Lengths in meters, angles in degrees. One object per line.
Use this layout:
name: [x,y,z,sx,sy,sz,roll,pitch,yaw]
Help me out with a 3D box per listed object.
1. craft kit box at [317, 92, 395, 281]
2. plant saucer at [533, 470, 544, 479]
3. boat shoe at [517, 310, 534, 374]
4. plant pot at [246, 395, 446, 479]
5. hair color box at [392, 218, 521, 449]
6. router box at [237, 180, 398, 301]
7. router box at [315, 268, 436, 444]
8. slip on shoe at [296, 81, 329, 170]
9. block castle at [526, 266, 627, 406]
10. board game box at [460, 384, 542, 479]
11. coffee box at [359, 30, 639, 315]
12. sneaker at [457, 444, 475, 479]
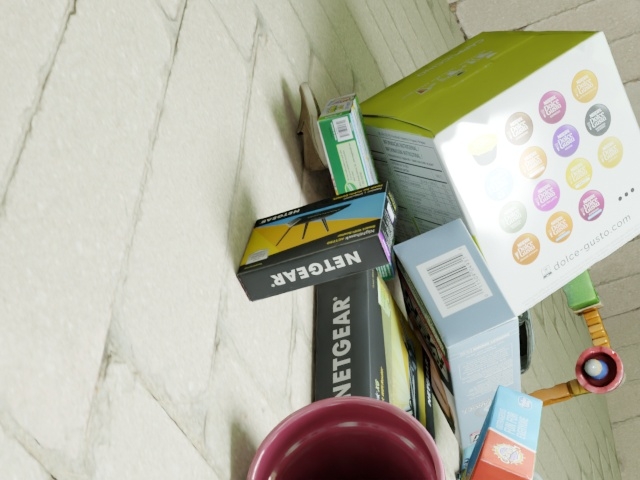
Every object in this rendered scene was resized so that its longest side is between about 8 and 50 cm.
craft kit box: [0.058,-0.084,1.747,0.246,0.061,0.250,-65,140,-75]
plant saucer: [0.381,0.609,2.048,0.400,0.100,0.400,55,24,-40]
boat shoe: [0.414,0.156,2.560,0.119,0.121,0.335,-91,158,-53]
plant pot: [0.037,0.289,1.219,0.180,0.201,0.201,74,8,-55]
hair color box: [0.213,0.152,1.761,0.374,0.113,0.185,72,-6,-57]
router box: [0.000,0.000,1.385,0.133,0.179,0.046,-77,146,-59]
router box: [0.078,0.210,1.567,0.309,0.081,0.243,-89,155,-46]
slip on shoe: [-0.017,-0.168,1.727,0.051,0.041,0.135,17,58,-80]
block castle: [0.371,0.102,2.194,0.213,0.303,0.453,28,46,-64]
board game box: [0.191,0.371,1.474,0.242,0.064,0.316,-45,155,-71]
coffee box: [0.289,-0.126,1.908,0.338,0.337,0.334,22,-38,63]
sneaker: [0.266,0.398,1.977,0.073,0.063,0.162,54,24,-35]
